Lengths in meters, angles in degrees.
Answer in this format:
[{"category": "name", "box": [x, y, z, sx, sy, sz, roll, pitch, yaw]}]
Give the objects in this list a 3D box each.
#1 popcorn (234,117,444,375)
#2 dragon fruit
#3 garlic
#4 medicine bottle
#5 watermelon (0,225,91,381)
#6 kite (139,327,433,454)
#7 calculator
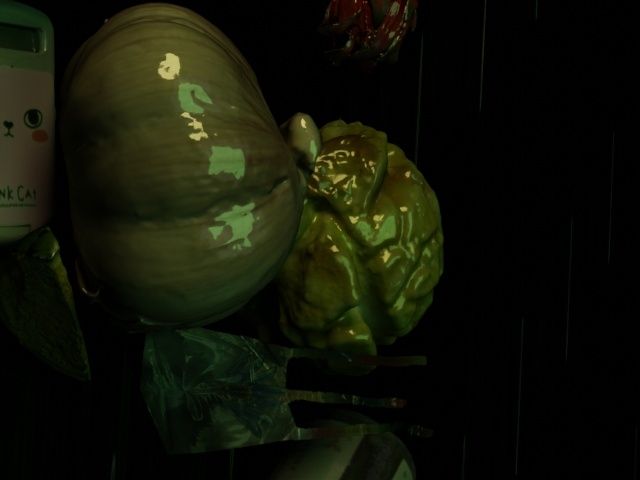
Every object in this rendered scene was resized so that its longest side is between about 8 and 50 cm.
[{"category": "popcorn", "box": [0.001, 0.004, 1.357, 0.247, 0.282, 0.282, 41, 55, -26]}, {"category": "dragon fruit", "box": [0.062, -0.294, 1.591, 0.121, 0.130, 0.142, 80, 11, -86]}, {"category": "garlic", "box": [-0.142, -0.068, 1.153, 0.241, 0.322, 0.321, 2, 89, -32]}, {"category": "medicine bottle", "box": [-0.009, 0.345, 1.435, 0.273, 0.165, 0.165, -55, 133, -38]}, {"category": "watermelon", "box": [-0.248, 0.043, 1.131, 0.181, 0.092, 0.075, 84, 29, -46]}, {"category": "kite", "box": [-0.041, 0.152, 1.274, 0.015, 0.310, 0.169, -75, 158, -62]}, {"category": "calculator", "box": [-0.300, -0.115, 1.107, 0.141, 0.045, 0.246, 1, 89, -56]}]
